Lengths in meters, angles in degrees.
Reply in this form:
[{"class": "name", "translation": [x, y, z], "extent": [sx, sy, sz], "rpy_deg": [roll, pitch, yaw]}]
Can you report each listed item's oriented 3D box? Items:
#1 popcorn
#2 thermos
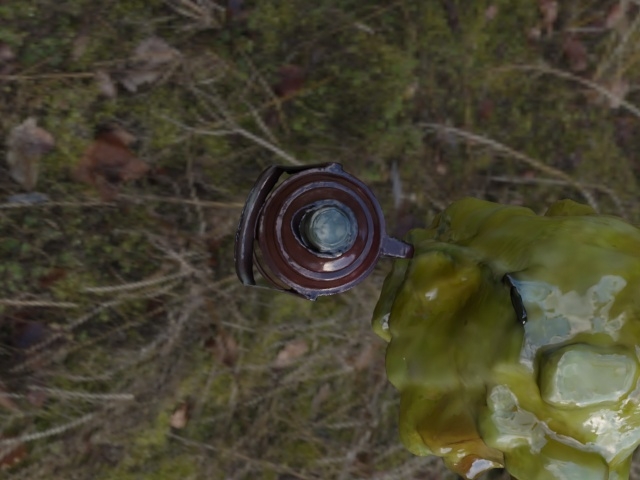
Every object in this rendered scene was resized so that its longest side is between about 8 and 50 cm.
[{"class": "popcorn", "translation": [0.167, 0.076, 0.930], "extent": [0.215, 0.286, 0.252], "rpy_deg": [44, 75, -27]}, {"class": "thermos", "translation": [0.002, -0.003, 0.908], "extent": [0.124, 0.232, 0.099], "rpy_deg": [13, 86, -5]}]
